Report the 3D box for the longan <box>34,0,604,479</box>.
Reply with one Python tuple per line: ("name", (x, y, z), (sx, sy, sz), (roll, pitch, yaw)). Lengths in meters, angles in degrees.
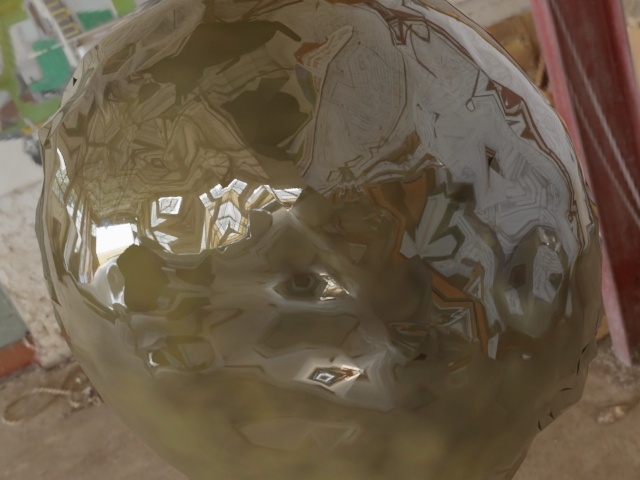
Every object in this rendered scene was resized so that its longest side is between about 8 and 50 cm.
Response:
("longan", (0.003, 0.000, 0.626), (0.404, 0.436, 0.404), (-39, 17, 15))
